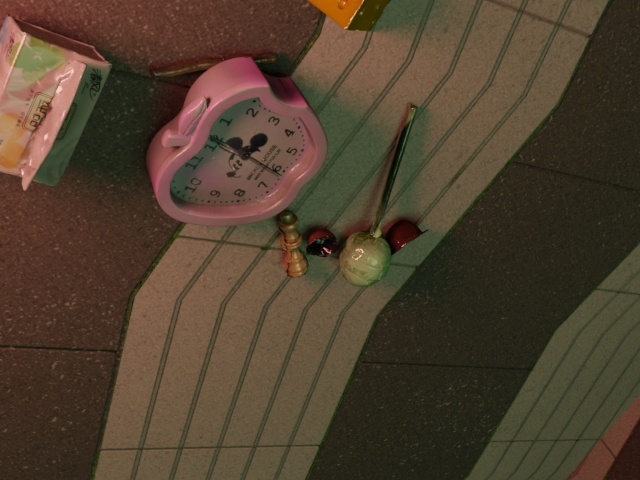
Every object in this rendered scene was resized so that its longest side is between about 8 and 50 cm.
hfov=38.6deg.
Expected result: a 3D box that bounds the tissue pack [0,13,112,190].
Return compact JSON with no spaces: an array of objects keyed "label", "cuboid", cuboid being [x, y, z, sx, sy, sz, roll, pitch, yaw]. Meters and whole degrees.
[{"label":"tissue pack","cuboid":[-0.445,-0.205,1.433,0.159,0.145,0.229,16,110,-39]}]

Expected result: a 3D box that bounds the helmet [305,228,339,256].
[{"label":"helmet","cuboid":[-0.001,-0.001,2.002,0.065,0.049,0.084,-40,141,27]}]

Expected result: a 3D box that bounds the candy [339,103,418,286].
[{"label":"candy","cuboid":[0.141,-0.089,1.975,0.119,0.119,0.440,0,123,-29]}]

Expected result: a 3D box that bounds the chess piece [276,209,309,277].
[{"label":"chess piece","cuboid":[-0.064,0.003,1.967,0.060,0.060,0.172,-21,135,-11]}]

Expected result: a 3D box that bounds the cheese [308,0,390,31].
[{"label":"cheese","cuboid":[0.073,-0.426,1.627,0.171,0.126,0.093,5,123,-56]}]

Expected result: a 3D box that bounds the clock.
[{"label":"clock","cuboid":[-0.160,-0.172,1.693,0.338,0.102,0.338,-16,140,-14]}]

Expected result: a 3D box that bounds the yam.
[{"label":"yam","cuboid":[-0.187,-0.313,1.616,0.234,0.027,0.029,-12,175,-22]}]

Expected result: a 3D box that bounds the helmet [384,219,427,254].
[{"label":"helmet","cuboid":[0.186,-0.016,2.091,0.111,0.057,0.089,-35,174,-4]}]
